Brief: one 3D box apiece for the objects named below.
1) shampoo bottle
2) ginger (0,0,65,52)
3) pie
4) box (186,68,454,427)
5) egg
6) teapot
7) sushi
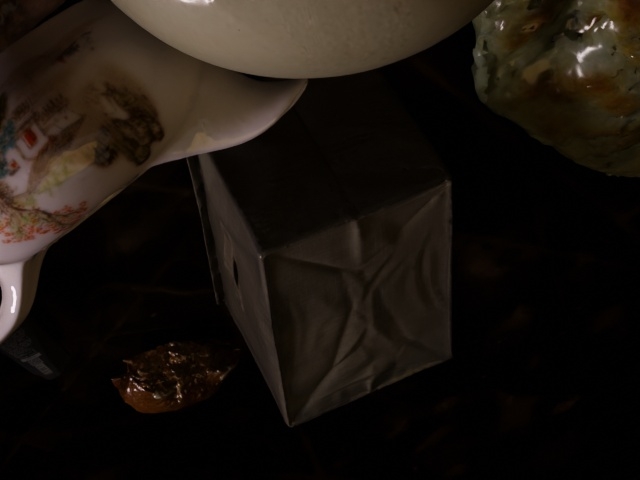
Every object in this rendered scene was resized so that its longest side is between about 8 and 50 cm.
[{"bbox_3d":[-0.234,0.067,1.221,0.048,0.027,0.137,-24,146,8],"label":"shampoo bottle"},{"bbox_3d":[-0.250,-0.103,0.954,0.288,0.075,0.089,-35,170,0],"label":"ginger"},{"bbox_3d":[0.287,-0.192,1.135,0.395,0.180,0.418,11,136,-45],"label":"pie"},{"bbox_3d":[0.000,0.000,1.195,0.155,0.149,0.231,-21,145,-12],"label":"box"},{"bbox_3d":[-0.019,-0.194,0.844,0.219,0.269,0.219,-47,147,-44],"label":"egg"},{"bbox_3d":[-0.156,-0.050,0.988,0.298,0.139,0.204,-36,-172,16],"label":"teapot"},{"bbox_3d":[-0.120,0.107,1.336,0.118,0.061,0.060,-26,142,-41],"label":"sushi"}]
